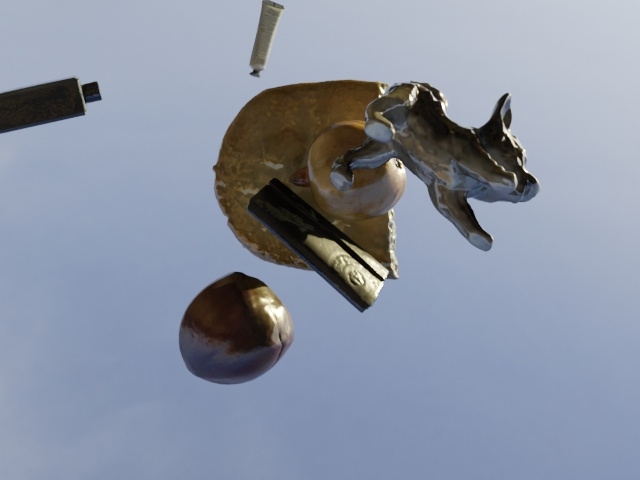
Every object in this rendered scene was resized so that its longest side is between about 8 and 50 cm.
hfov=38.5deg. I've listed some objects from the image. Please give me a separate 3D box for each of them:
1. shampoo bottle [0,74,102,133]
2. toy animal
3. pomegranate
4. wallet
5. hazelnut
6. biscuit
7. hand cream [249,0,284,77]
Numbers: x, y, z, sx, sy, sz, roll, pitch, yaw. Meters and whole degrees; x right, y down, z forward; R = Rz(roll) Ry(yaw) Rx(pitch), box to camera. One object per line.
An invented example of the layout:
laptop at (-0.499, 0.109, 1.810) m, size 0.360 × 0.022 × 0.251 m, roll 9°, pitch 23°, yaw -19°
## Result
shampoo bottle at (-0.562, -0.273, 1.833) m, size 0.246 × 0.079 × 0.080 m, roll -14°, pitch -162°, yaw -10°
toy animal at (0.233, -0.168, 1.619) m, size 0.344 × 0.194 × 0.302 m, roll 28°, pitch -139°, yaw 13°
pomegranate at (0.068, -0.136, 1.818) m, size 0.207 × 0.207 × 0.207 m, roll -6°, pitch -143°, yaw 4°
wallet at (0.000, 0.000, 1.865) m, size 0.321 × 0.044 × 0.170 m, roll 42°, pitch -148°, yaw -3°
hazelnut at (-0.155, 0.168, 1.630) m, size 0.208 × 0.208 × 0.208 m, roll -6°, pitch -143°, yaw 4°
biscuit at (-0.026, -0.148, 2.025) m, size 0.447 × 0.429 × 0.104 m, roll 7°, pitch -174°, yaw 13°
hand cream at (-0.143, -0.510, 2.324) m, size 0.067 × 0.194 × 0.042 m, roll 14°, pitch -179°, yaw -30°
